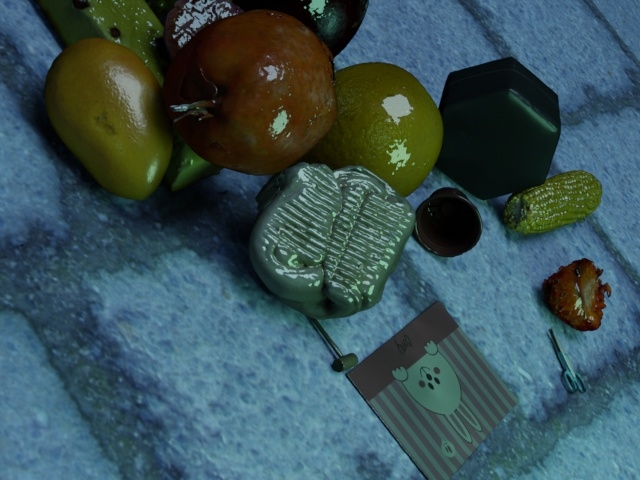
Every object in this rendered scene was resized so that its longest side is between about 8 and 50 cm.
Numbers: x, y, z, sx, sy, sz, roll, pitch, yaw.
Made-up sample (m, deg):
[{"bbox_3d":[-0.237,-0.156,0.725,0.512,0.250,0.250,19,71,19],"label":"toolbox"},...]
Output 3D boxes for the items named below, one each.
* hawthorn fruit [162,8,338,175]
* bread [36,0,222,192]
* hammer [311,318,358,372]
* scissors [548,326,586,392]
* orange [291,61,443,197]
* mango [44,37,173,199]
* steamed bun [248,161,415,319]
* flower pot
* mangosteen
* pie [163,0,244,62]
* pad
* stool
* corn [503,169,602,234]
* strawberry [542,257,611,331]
[{"bbox_3d":[-0.099,-0.178,1.435,0.211,0.211,0.299,51,23,5],"label":"hawthorn fruit"},{"bbox_3d":[-0.249,-0.237,1.598,0.361,0.077,0.138,54,35,9],"label":"bread"},{"bbox_3d":[0.008,0.128,1.567,0.035,0.019,0.110,-17,67,-53],"label":"hammer"},{"bbox_3d":[0.405,0.198,1.925,0.058,0.014,0.119,10,52,-47],"label":"scissors"},{"bbox_3d":[0.067,-0.152,1.713,0.236,0.236,0.236,28,39,-26],"label":"orange"},{"bbox_3d":[-0.261,-0.152,1.466,0.145,0.112,0.219,-24,84,-15],"label":"mango"},{"bbox_3d":[-0.002,-0.001,1.580,0.211,0.144,0.218,26,69,-15],"label":"steamed bun"},{"bbox_3d":[0.206,-0.038,1.883,0.111,0.111,0.089,41,20,-9],"label":"flower pot"},{"bbox_3d":[-0.079,-0.396,1.748,0.330,0.330,0.330,28,39,-26],"label":"mangosteen"},{"bbox_3d":[-0.145,-0.266,1.588,0.155,0.036,0.154,5,78,-26],"label":"pie"},{"bbox_3d":[0.169,0.212,1.666,0.202,0.005,0.300,52,35,6],"label":"pad"},{"bbox_3d":[0.305,-0.196,2.033,0.232,0.232,0.141,35,34,-17],"label":"stool"},{"bbox_3d":[0.425,-0.068,2.143,0.293,0.106,0.106,-15,68,-48],"label":"corn"},{"bbox_3d":[0.447,0.097,2.026,0.188,0.082,0.121,-22,92,-63],"label":"strawberry"}]
